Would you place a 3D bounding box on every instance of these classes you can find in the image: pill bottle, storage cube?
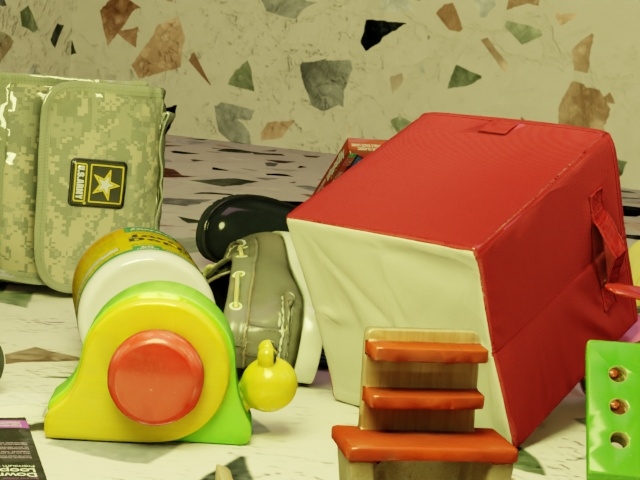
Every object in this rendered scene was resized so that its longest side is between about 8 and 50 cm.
[{"bbox_3d":[-0.160,0.051,1.257,0.118,0.117,0.208,2,8,-12],"label":"pill bottle"},{"bbox_3d":[0.119,0.024,1.142,0.215,0.183,0.193,12,37,40],"label":"storage cube"}]

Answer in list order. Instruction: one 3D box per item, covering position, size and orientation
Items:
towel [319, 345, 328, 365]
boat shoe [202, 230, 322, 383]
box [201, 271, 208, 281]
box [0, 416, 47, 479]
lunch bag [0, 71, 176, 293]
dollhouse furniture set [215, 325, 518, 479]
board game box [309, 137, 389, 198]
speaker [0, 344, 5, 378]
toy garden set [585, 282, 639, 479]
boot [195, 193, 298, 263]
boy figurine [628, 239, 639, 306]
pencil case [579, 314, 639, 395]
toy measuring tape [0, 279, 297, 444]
[{"bbox_3d":[0.049,0.104,1.297,0.119,0.029,0.067,6,9,20],"label":"towel"},{"bbox_3d":[-0.067,0.052,1.325,0.091,0.109,0.305,7,11,-13],"label":"boat shoe"},{"bbox_3d":[-0.132,0.052,1.599,0.067,0.018,0.083,2,9,-12],"label":"box"},{"bbox_3d":[-0.234,0.145,0.890,0.116,0.029,0.162,1,10,-18],"label":"box"},{"bbox_3d":[-0.311,-0.067,1.579,0.287,0.235,0.169,4,3,6],"label":"lunch bag"},{"bbox_3d":[0.073,0.137,0.717,0.262,0.135,0.259,2,9,-11],"label":"dollhouse furniture set"},{"bbox_3d":[0.067,-0.065,1.967,0.145,0.027,0.281,0,-23,-17],"label":"board game box"},{"bbox_3d":[-0.304,0.087,1.164,0.055,0.055,0.136,-1,10,-30],"label":"speaker"},{"bbox_3d":[0.316,0.100,1.048,0.244,0.203,0.049,5,-34,3],"label":"toy garden set"},{"bbox_3d":[0.000,0.000,1.744,0.246,0.094,0.207,5,2,-38],"label":"boot"},{"bbox_3d":[0.465,0.056,1.597,0.285,0.092,0.177,9,10,35],"label":"boy figurine"},{"bbox_3d":[0.309,0.111,1.178,0.209,0.095,0.098,8,24,41],"label":"pencil case"},{"bbox_3d":[-0.181,0.084,1.043,0.330,0.121,0.121,3,8,-2],"label":"toy measuring tape"}]
